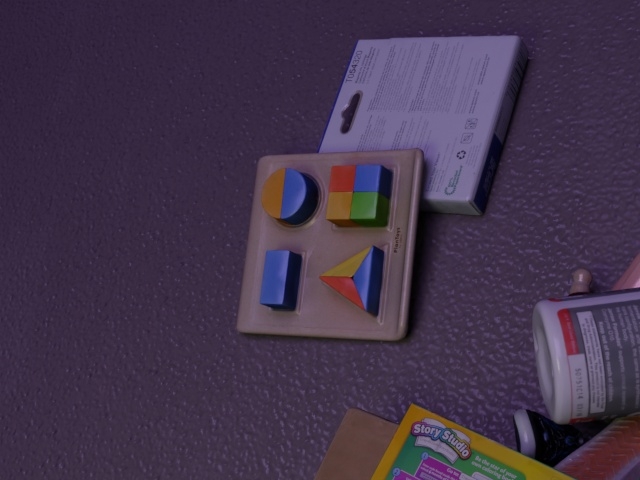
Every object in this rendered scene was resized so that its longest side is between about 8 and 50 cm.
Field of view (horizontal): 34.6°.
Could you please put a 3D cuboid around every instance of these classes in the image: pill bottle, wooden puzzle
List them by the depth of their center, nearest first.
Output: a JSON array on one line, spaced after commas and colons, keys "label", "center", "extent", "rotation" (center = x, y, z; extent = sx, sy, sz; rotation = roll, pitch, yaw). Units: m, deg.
[{"label": "pill bottle", "center": [0.424, 0.138, 1.305], "extent": [0.283, 0.161, 0.161], "rotation": [-7, 57, 3]}, {"label": "wooden puzzle", "center": [0.000, 0.000, 1.726], "extent": [0.348, 0.080, 0.322], "rotation": [-1, 76, 33]}]

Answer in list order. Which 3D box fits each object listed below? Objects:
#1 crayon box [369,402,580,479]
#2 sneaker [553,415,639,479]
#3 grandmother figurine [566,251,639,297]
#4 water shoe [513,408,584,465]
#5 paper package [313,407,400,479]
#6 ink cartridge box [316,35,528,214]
[{"label": "crayon box", "center": [0.194, 0.328, 1.239], "extent": [0.278, 0.081, 0.165], "rotation": [21, 74, 37]}, {"label": "sneaker", "center": [0.421, 0.298, 1.335], "extent": [0.302, 0.121, 0.108], "rotation": [-28, 33, -11]}, {"label": "grandmother figurine", "center": [0.431, 0.103, 1.440], "extent": [0.342, 0.104, 0.208], "rotation": [-50, 43, -8]}, {"label": "water shoe", "center": [0.304, 0.258, 1.354], "extent": [0.080, 0.203, 0.073], "rotation": [-9, 75, 17]}, {"label": "paper package", "center": [0.117, 0.427, 1.389], "extent": [0.309, 0.168, 0.325], "rotation": [14, 72, 36]}, {"label": "ink cartridge box", "center": [0.168, -0.207, 1.803], "extent": [0.330, 0.071, 0.324], "rotation": [6, 68, 35]}]
